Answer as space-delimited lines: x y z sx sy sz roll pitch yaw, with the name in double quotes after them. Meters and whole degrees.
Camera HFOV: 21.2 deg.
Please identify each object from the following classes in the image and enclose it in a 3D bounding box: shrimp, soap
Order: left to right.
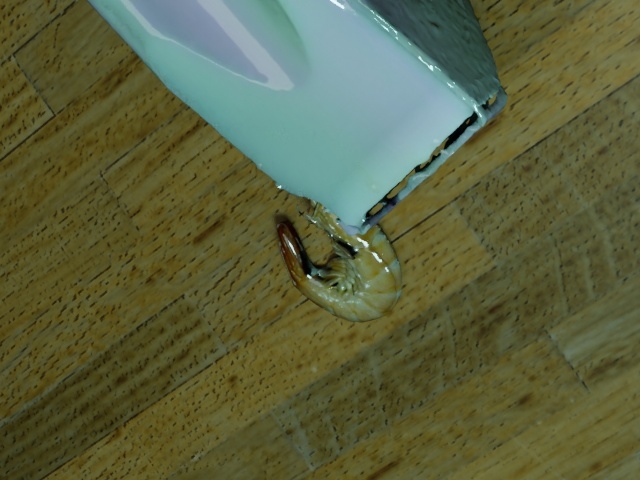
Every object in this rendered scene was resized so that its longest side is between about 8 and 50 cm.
-0.060 -0.221 1.203 0.156 0.261 0.446 -42 89 24 "soap"
0.003 -0.004 1.382 0.095 0.045 0.162 -26 102 47 "shrimp"
